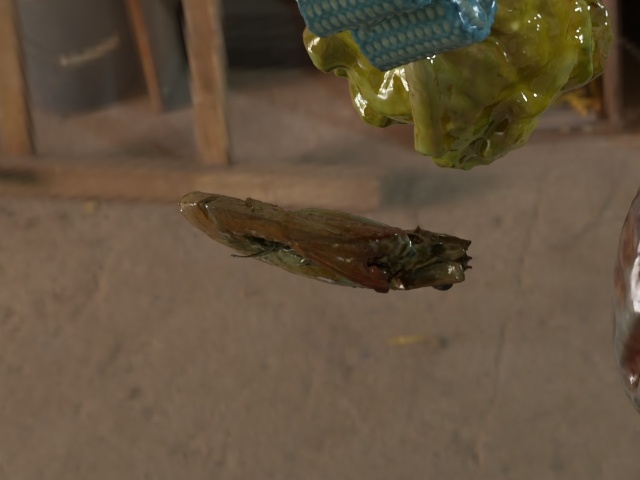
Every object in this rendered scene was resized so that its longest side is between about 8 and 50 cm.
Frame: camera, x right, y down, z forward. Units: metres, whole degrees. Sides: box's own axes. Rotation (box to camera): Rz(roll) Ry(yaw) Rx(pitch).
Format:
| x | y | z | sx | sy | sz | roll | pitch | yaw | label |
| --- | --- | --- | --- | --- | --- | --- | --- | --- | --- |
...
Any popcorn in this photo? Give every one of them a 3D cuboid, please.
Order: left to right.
| x | y | z | sx | sy | sz | roll | pitch | yaw | label |
| --- | --- | --- | --- | --- | --- | --- | --- | --- | --- |
| 0.078 | -0.136 | 0.986 | 0.155 | 0.197 | 0.197 | -41 | 44 | -9 | popcorn |

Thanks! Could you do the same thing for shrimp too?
| x | y | z | sx | sy | sz | roll | pitch | yaw | label |
| --- | --- | --- | --- | --- | --- | --- | --- | --- | --- |
| -0.001 | 0.002 | 1.123 | 0.217 | 0.051 | 0.115 | 13 | 2 | 28 | shrimp |

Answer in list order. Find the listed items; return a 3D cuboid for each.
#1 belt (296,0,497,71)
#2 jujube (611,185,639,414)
| x | y | z | sx | sy | sz | roll | pitch | yaw | label |
| --- | --- | --- | --- | --- | --- | --- | --- | --- | --- |
| -0.001 | -0.139 | 0.516 | 0.065 | 0.179 | 0.100 | -13 | 27 | 37 | belt |
| 0.306 | 0.005 | 0.985 | 0.246 | 0.308 | 0.215 | -9 | 49 | -19 | jujube |
